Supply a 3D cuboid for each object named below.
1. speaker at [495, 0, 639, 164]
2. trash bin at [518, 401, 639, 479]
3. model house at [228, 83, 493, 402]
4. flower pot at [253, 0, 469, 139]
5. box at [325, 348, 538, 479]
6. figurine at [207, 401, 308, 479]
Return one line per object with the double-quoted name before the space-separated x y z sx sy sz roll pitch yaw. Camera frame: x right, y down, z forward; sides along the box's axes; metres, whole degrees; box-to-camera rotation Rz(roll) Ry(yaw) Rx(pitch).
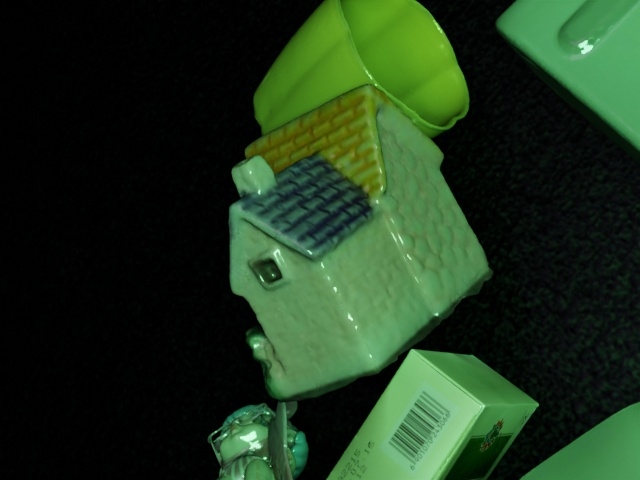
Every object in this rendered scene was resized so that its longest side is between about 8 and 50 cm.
"speaker" 0.363 -0.127 1.026 0.184 0.183 0.406 -48 61 10
"trash bin" 0.304 0.284 0.971 0.219 0.220 0.250 -38 56 19
"model house" 0.000 0.000 1.140 0.202 0.237 0.237 -19 102 47
"flower pot" 0.031 -0.161 1.244 0.179 0.195 0.195 -33 65 36
"box" 0.098 0.219 1.127 0.095 0.168 0.212 36 101 25
"figurine" -0.084 0.266 1.200 0.205 0.260 0.103 -39 102 10
